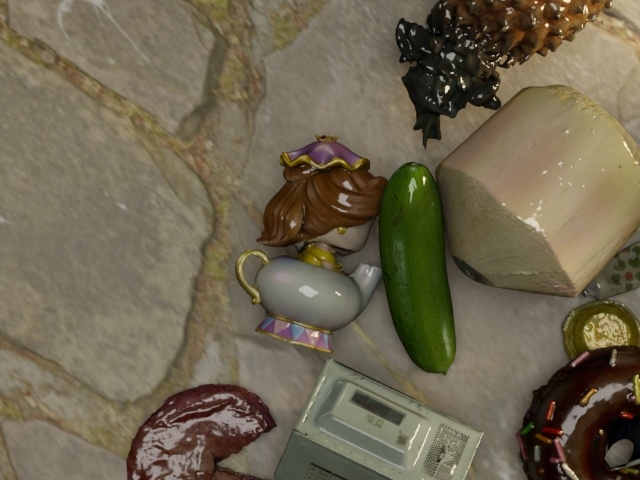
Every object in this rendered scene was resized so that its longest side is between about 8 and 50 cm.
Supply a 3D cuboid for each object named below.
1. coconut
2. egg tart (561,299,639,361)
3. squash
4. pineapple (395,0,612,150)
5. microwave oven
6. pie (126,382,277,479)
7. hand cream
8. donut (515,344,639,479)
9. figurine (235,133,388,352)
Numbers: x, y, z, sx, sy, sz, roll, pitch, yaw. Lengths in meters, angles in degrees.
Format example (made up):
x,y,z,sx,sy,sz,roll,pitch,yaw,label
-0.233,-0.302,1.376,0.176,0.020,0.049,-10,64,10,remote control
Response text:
x,y,z,sx,sy,sz,roll,pitch,yaw,label
0.260,-0.046,1.795,0.244,0.239,0.239,-42,85,-3,coconut
0.357,0.121,1.873,0.105,0.039,0.105,0,83,1,egg tart
0.116,0.038,1.812,0.082,0.082,0.292,-9,119,0,squash
0.206,-0.281,1.840,0.223,0.223,0.357,42,100,4,pineapple
0.070,0.256,1.798,0.208,0.162,0.122,26,54,3,microwave oven
-0.139,0.292,1.859,0.204,0.054,0.218,-25,85,-2,pie
0.405,0.030,1.887,0.165,0.037,0.057,-27,85,-7,hand cream
0.374,0.258,1.815,0.270,0.103,0.269,0,94,-4,donut
0.000,0.000,1.836,0.189,0.142,0.263,16,89,-22,figurine
